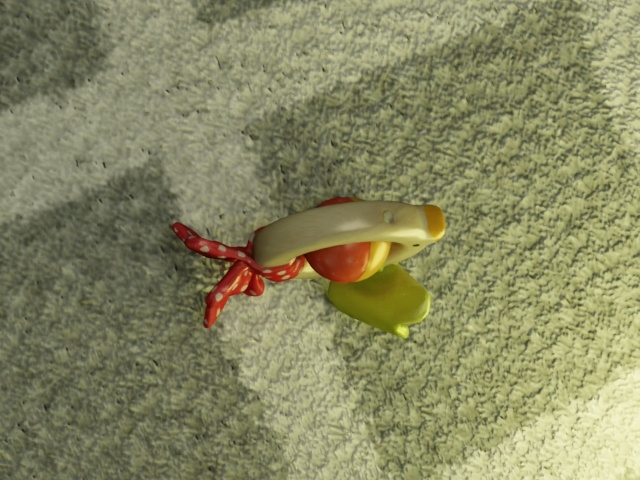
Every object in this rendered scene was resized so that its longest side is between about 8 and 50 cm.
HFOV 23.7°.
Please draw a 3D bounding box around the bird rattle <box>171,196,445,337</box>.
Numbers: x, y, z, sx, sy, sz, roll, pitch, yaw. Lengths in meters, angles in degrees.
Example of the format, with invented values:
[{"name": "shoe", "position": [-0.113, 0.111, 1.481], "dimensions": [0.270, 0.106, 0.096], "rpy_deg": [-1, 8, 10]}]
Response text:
[{"name": "bird rattle", "position": [0.000, 0.000, 1.433], "dimensions": [0.254, 0.207, 0.143], "rpy_deg": [9, 66, -29]}]
